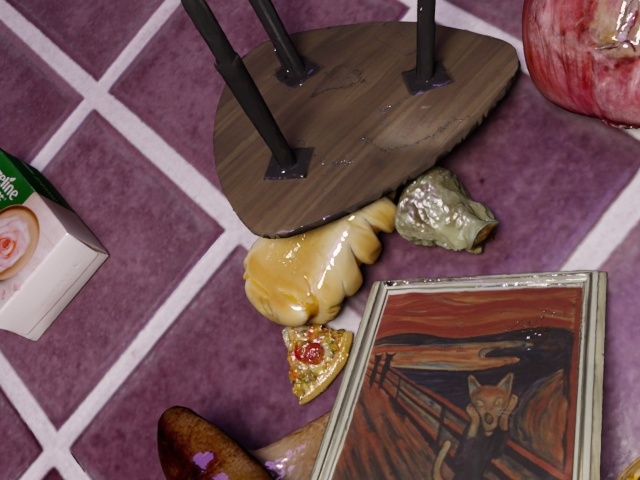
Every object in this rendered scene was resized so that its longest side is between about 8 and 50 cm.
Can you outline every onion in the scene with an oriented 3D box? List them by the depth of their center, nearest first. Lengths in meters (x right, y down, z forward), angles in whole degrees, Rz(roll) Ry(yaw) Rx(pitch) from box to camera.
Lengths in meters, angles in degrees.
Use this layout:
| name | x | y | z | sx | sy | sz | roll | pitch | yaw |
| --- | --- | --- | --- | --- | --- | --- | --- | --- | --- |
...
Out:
| name | x | y | z | sx | sy | sz | roll | pitch | yaw |
| --- | --- | --- | --- | --- | --- | --- | --- | --- | --- |
| onion | 0.270 | -0.237 | 0.672 | 0.227 | 0.120 | 0.284 | 14 | 92 | 41 |

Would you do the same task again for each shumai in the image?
| name | x | y | z | sx | sy | sz | roll | pitch | yaw |
| --- | --- | --- | --- | --- | --- | --- | --- | --- | --- |
| shumai | 0.120 | -0.024 | 0.727 | 0.080 | 0.083 | 0.082 | 10 | 113 | 48 |

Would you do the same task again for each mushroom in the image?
| name | x | y | z | sx | sy | sz | roll | pitch | yaw |
| --- | --- | --- | --- | --- | --- | --- | --- | --- | --- |
| mushroom | -0.009 | 0.182 | 0.700 | 0.217 | 0.148 | 0.227 | -42 | 67 | -16 |

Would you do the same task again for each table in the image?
| name | x | y | z | sx | sy | sz | roll | pitch | yaw |
| --- | --- | --- | --- | --- | --- | --- | --- | --- | --- |
| table | -0.026 | -0.218 | 0.729 | 0.317 | 0.249 | 0.317 | -12 | 45 | 12 |

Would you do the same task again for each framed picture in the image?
| name | x | y | z | sx | sy | sz | roll | pitch | yaw |
| --- | --- | --- | --- | --- | --- | --- | --- | --- | --- |
| framed picture | 0.109 | 0.116 | 0.636 | 0.216 | 0.016 | 0.273 | -5 | 38 | 24 |

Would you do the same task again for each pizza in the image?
| name | x | y | z | sx | sy | sz | roll | pitch | yaw |
| --- | --- | --- | --- | --- | --- | --- | --- | --- | --- |
| pizza | -0.015 | 0.107 | 0.772 | 0.078 | 0.025 | 0.083 | 32 | 87 | 29 |

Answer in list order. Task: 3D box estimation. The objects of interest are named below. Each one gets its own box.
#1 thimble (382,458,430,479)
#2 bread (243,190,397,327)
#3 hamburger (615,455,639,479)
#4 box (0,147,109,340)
| name | x | y | z | sx | sy | sz | roll | pitch | yaw |
| --- | --- | --- | --- | --- | --- | --- | --- | --- | --- |
| thimble | 0.090 | 0.228 | 0.622 | 0.090 | 0.118 | 0.135 | 6 | 55 | 23 |
| bread | 0.000 | 0.000 | 0.772 | 0.119 | 0.084 | 0.177 | 29 | 85 | 34 |
| hamburger | 0.297 | 0.247 | 0.482 | 0.300 | 0.176 | 0.300 | -10 | 65 | 23 |
| box | -0.357 | 0.000 | 0.949 | 0.135 | 0.081 | 0.199 | -49 | 60 | 1 |
